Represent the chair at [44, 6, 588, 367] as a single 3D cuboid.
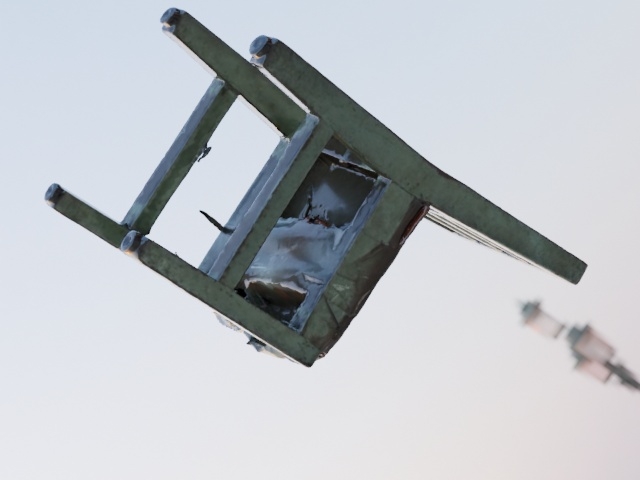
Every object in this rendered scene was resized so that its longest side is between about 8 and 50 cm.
[{"bbox_3d":[0.000,0.000,0.859,0.270,0.136,0.147,34,-94,-34],"label":"chair"}]
